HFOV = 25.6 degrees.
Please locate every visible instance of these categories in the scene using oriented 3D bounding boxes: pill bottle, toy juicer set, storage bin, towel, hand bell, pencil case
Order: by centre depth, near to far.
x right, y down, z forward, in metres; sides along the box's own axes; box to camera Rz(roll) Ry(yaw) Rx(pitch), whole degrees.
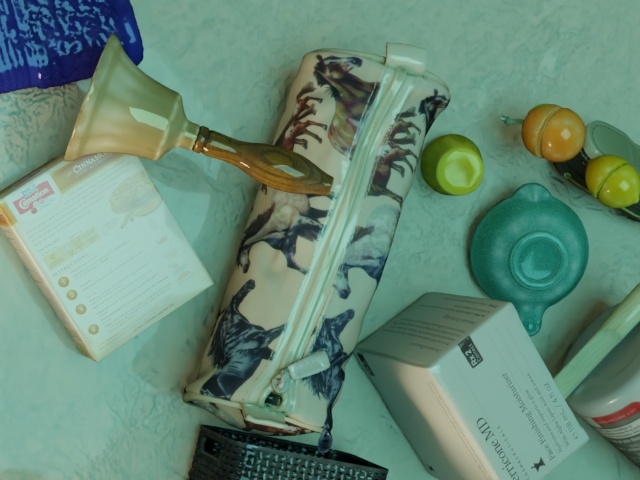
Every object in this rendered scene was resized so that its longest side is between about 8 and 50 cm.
[{"bbox_3d":[-0.103,-0.091,1.314,0.242,0.126,0.126,20,84,-9],"label":"hand bell"},{"bbox_3d":[-0.339,-0.240,1.325,0.308,0.076,0.227,-17,96,-24],"label":"towel"},{"bbox_3d":[0.000,0.000,1.418,0.160,0.183,0.410,22,83,-23],"label":"pencil case"},{"bbox_3d":[-0.036,0.252,1.444,0.180,0.122,0.084,15,86,-23],"label":"storage bin"},{"bbox_3d":[0.268,-0.001,1.569,0.209,0.089,0.329,-28,101,1],"label":"toy juicer set"},{"bbox_3d":[0.425,0.208,1.621,0.283,0.161,0.161,41,77,-20],"label":"pill bottle"}]

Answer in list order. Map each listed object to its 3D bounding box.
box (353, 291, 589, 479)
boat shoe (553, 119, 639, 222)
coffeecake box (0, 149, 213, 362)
[{"bbox_3d":[0.156,0.162,1.491,0.119,0.182,0.181,-37,106,-18],"label":"box"},{"bbox_3d":[0.372,-0.061,1.640,0.228,0.069,0.081,30,46,-24],"label":"boat shoe"},{"bbox_3d":[-0.217,0.002,1.385,0.142,0.068,0.185,-34,105,-19],"label":"coffeecake box"}]
